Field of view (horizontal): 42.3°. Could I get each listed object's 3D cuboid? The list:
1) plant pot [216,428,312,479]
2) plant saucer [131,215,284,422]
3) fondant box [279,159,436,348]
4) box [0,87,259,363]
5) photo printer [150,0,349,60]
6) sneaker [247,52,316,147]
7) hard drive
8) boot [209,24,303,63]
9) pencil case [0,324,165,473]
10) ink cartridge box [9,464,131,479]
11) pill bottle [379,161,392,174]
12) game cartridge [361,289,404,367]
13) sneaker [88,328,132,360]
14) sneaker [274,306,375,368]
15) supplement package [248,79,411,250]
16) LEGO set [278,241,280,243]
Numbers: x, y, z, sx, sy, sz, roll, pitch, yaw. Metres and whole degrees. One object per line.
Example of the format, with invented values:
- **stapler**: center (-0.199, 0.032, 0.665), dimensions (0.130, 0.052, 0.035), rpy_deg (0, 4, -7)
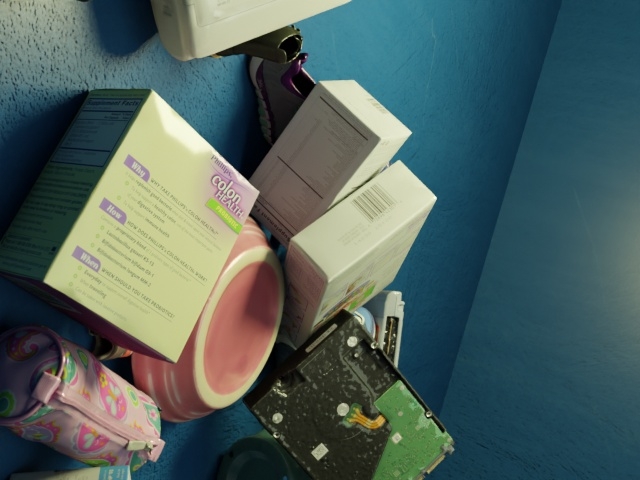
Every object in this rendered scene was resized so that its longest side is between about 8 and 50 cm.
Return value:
- **plant pot**: center (-0.048, 0.461, 1.570), dimensions (0.255, 0.272, 0.271), rpy_deg (14, 91, -53)
- **plant saucer**: center (-0.149, 0.120, 1.246), dimensions (0.332, 0.084, 0.332), rpy_deg (-46, 144, -49)
- **fondant box**: center (0.046, 0.038, 1.403), dimensions (0.238, 0.096, 0.330), rpy_deg (-36, 163, -23)
- **box**: center (-0.219, -0.016, 0.964), dimensions (0.213, 0.117, 0.242), rpy_deg (44, 64, -45)
- **photo printer**: center (-0.069, -0.385, 1.010), dimensions (0.308, 0.107, 0.256), rpy_deg (-29, 134, -26)
- **sneaker**: center (-0.044, -0.214, 1.321), dimensions (0.083, 0.098, 0.223), rpy_deg (-61, 154, -27)
- **hard drive**: center (0.058, 0.315, 1.430), dimensions (0.237, 0.064, 0.339), rpy_deg (-42, 110, -8)
- **boot**: center (-0.064, -0.301, 1.171), dimensions (0.198, 0.137, 0.076), rpy_deg (-54, 150, -40)
- **pencil case**: center (-0.292, 0.202, 1.006), dimensions (0.124, 0.124, 0.284), rpy_deg (-65, 154, -21)
- **ink cartridge box**: center (-0.324, 0.339, 1.020), dimensions (0.060, 0.180, 0.104), rpy_deg (-104, -167, -59)
- **pill bottle**: center (0.057, -0.125, 1.540), dimensions (0.153, 0.153, 0.264), rpy_deg (-68, 157, -15)
- **game cartridge**: center (0.113, 0.257, 1.876), dimensions (0.196, 0.060, 0.294), rpy_deg (172, -74, -72)
- **sneaker**: center (-0.268, 0.089, 1.067), dimensions (0.065, 0.061, 0.157), rpy_deg (-24, 125, -53)
- **sneaker**: center (0.023, 0.153, 1.668), dimensions (0.323, 0.130, 0.236), rpy_deg (-37, 141, -47)
- **supplement package**: center (0.003, -0.119, 1.324), dimensions (0.244, 0.139, 0.134), rpy_deg (-51, 167, 25)
- **LEGO set**: center (0.000, 0.000, 1.576), dimensions (0.093, 0.087, 0.227), rpy_deg (-68, 157, -14)
